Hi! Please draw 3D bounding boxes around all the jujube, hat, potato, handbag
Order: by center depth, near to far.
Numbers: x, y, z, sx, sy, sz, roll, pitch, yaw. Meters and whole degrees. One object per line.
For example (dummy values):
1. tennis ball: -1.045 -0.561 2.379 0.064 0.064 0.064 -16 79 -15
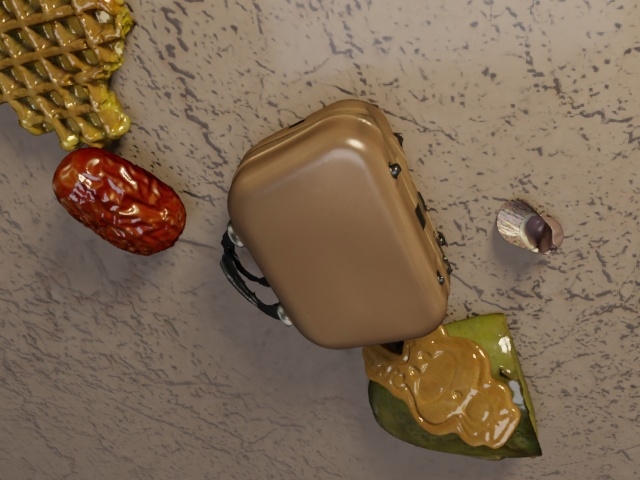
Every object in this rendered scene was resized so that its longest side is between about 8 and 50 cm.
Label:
1. handbag: 0.000 0.000 0.728 0.283 0.149 0.302 -19 119 19
2. hat: 0.272 -0.020 0.730 0.087 0.042 0.058 39 126 26
3. jujube: -0.264 -0.052 0.758 0.112 0.109 0.176 -44 126 10
4. potato: 0.194 0.263 0.888 0.255 0.112 0.269 -14 117 20

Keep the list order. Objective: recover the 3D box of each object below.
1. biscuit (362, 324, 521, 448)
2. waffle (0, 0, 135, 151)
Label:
1. biscuit: 0.166 0.192 0.802 0.236 0.040 0.144 38 111 29
2. waffle: -0.318 -0.236 0.687 0.249 0.056 0.253 40 120 -16
